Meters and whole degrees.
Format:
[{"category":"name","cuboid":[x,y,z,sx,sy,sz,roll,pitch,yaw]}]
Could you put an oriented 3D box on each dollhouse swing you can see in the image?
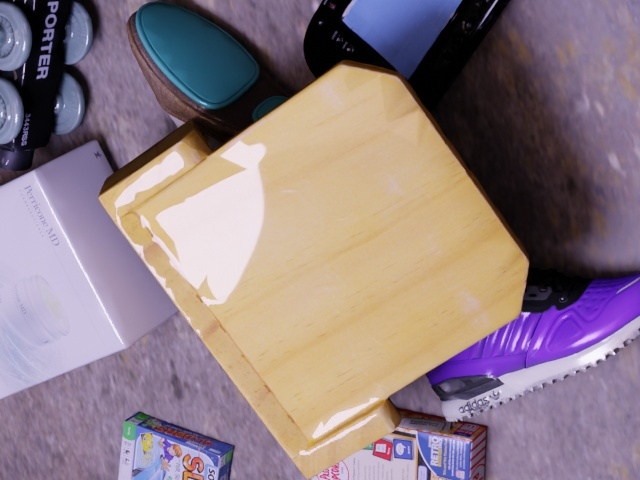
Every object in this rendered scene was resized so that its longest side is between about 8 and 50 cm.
[{"category":"dollhouse swing","cuboid":[0.000,0.000,1.676,0.305,0.315,0.347,-37,99,0]}]

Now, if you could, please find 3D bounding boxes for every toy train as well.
[{"category":"toy train","cuboid":[-0.358,-0.250,1.867,0.190,0.142,0.334,25,115,30]}]

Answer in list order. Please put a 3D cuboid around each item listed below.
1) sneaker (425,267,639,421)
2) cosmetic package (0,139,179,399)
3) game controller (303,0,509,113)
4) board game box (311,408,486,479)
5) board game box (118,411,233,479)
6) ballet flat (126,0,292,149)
[{"category":"sneaker","cuboid":[0.210,0.071,1.674,0.293,0.102,0.146,-28,89,31]},{"category":"cosmetic package","cuboid":[-0.321,0.037,1.915,0.225,0.138,0.224,-23,97,30]},{"category":"game controller","cuboid":[0.105,-0.259,1.655,0.166,0.067,0.319,41,118,12]},{"category":"board game box","cuboid":[0.083,0.261,1.828,0.193,0.045,0.146,10,109,25]},{"category":"board game box","cuboid":[-0.180,0.320,1.989,0.136,0.035,0.201,16,111,23]},{"category":"ballet flat","cuboid":[-0.077,-0.124,1.774,0.342,0.116,0.124,32,139,17]}]
